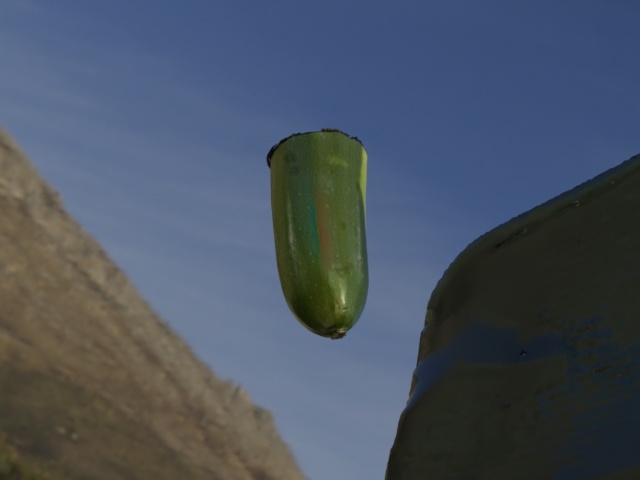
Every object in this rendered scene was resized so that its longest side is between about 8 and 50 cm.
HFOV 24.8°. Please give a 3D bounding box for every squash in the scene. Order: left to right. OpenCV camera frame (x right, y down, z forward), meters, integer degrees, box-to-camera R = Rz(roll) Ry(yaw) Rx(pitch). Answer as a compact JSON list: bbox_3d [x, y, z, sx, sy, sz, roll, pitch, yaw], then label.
[{"bbox_3d":[0.000,0.000,1.310,0.095,0.188,0.095,-2,-30,-1],"label":"squash"}]

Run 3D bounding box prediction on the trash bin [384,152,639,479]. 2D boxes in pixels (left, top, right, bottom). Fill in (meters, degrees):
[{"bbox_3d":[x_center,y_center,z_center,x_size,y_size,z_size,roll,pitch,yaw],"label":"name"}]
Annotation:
[{"bbox_3d":[0.216,0.106,0.502,0.343,0.158,0.223,35,-40,-22],"label":"trash bin"}]
